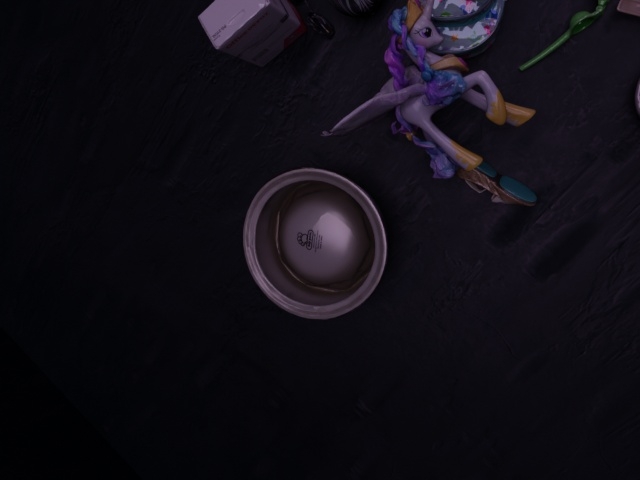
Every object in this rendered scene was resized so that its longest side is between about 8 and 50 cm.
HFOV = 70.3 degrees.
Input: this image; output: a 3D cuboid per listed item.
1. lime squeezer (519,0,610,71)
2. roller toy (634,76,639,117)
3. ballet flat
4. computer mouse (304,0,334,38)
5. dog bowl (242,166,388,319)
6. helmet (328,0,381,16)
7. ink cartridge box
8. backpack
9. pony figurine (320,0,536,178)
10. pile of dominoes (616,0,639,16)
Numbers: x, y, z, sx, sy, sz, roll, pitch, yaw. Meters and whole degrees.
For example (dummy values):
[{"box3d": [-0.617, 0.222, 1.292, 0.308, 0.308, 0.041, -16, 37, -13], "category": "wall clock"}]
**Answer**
[{"box3d": [0.560, -0.508, 0.987, 0.110, 0.059, 0.310, 28, 109, 14], "category": "lime squeezer"}, {"box3d": [0.753, -0.304, 0.903, 0.191, 0.146, 0.209, 39, 105, 1], "category": "roller toy"}, {"box3d": [0.423, -0.135, 1.112, 0.206, 0.073, 0.067, 38, 138, 13], "category": "ballet flat"}, {"box3d": [-0.048, -0.632, 1.202, 0.242, 0.071, 0.041, 56, 154, -1], "category": "computer mouse"}, {"box3d": [0.000, 0.000, 1.244, 0.409, 0.150, 0.407, 4, 102, 20], "category": "dog bowl"}, {"box3d": [0.078, -0.629, 1.088, 0.170, 0.162, 0.169, 4, 101, 20], "category": "helmet"}, {"box3d": [-0.164, -0.551, 1.154, 0.172, 0.237, 0.100, -31, 88, 23], "category": "ink cartridge box"}, {"box3d": [0.303, -0.542, 1.015, 0.226, 0.191, 0.253, 9, 108, 18], "category": "backpack"}, {"box3d": [0.220, -0.307, 1.007, 0.363, 0.302, 0.351, 45, 133, -7], "category": "pony figurine"}, {"box3d": [0.752, -0.543, 0.930, 0.252, 0.040, 0.195, 19, 106, 8], "category": "pile of dominoes"}]
